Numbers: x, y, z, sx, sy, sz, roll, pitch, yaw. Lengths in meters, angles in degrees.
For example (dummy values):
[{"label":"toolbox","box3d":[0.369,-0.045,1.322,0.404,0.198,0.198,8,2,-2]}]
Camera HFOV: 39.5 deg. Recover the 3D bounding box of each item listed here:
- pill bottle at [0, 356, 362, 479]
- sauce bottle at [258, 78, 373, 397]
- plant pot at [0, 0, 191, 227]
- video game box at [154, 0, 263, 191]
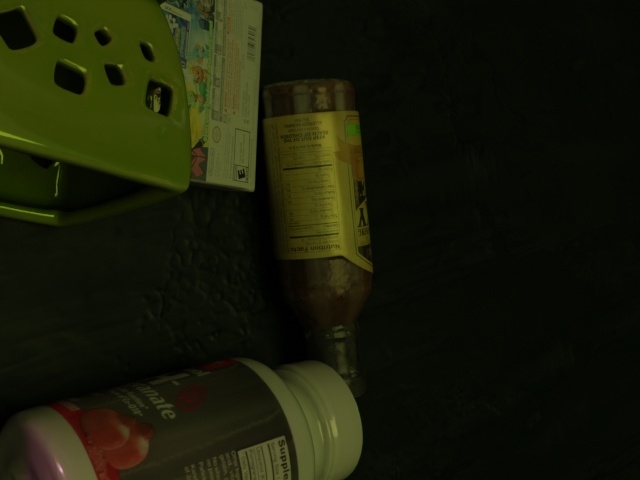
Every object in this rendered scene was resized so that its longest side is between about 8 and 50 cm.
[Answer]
[{"label":"pill bottle","box3d":[-0.118,0.207,0.829,0.318,0.176,0.176,-9,95,-41]},{"label":"sauce bottle","box3d":[0.000,0.000,0.978,0.111,0.111,0.344,-10,98,-40]},{"label":"plant pot","box3d":[-0.243,-0.141,0.701,0.227,0.228,0.207,13,74,-40]},{"label":"video game box","box3d":[-0.132,-0.156,0.877,0.187,0.048,0.205,7,84,-58]}]
